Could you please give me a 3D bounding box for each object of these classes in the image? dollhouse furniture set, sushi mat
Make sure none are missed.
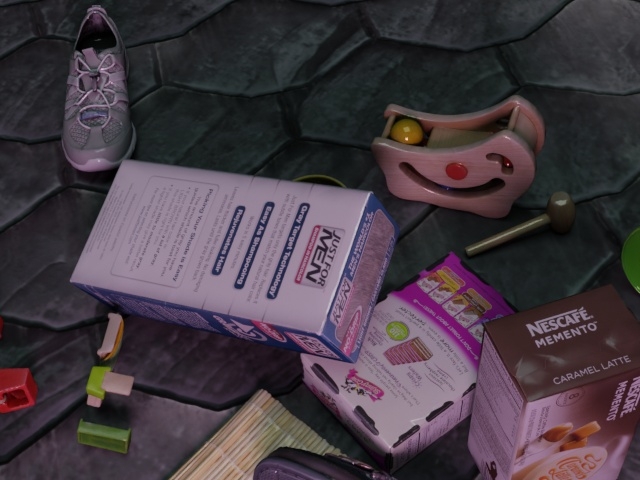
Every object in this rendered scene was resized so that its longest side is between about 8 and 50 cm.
[{"bbox_3d":[-0.232,0.162,1.227,0.059,0.076,0.151,12,53,-4],"label":"dollhouse furniture set"},{"bbox_3d":[-0.119,0.304,1.136,0.151,0.019,0.316,33,60,25],"label":"sushi mat"}]

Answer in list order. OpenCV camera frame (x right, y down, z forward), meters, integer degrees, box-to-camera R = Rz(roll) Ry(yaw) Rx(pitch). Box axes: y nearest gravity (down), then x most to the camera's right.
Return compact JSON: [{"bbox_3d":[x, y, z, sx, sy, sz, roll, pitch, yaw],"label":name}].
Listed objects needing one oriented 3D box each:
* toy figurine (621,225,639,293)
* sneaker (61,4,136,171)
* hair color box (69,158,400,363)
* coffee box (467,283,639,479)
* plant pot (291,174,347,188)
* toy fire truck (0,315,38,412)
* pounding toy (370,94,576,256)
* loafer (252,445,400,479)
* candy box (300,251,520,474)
[{"bbox_3d":[0.477,0.007,1.302,0.173,0.130,0.159,43,52,6],"label":"toy figurine"},{"bbox_3d":[-0.323,-0.214,1.502,0.105,0.115,0.281,-9,51,-5],"label":"sneaker"},{"bbox_3d":[-0.101,0.018,1.232,0.347,0.105,0.173,9,69,30],"label":"hair color box"},{"bbox_3d":[0.239,0.168,1.082,0.141,0.246,0.098,-16,52,-11],"label":"coffee box"},{"bbox_3d":[0.000,0.000,1.315,0.134,0.095,0.134,-11,61,21],"label":"plant pot"},{"bbox_3d":[-0.432,0.139,1.266,0.192,0.047,0.135,-5,52,0],"label":"toy fire truck"},{"bbox_3d":[0.193,-0.085,1.349,0.270,0.154,0.154,13,53,13],"label":"pounding toy"},{"bbox_3d":[0.076,0.293,1.097,0.303,0.109,0.095,27,39,15],"label":"loafer"},{"bbox_3d":[0.116,0.136,1.226,0.233,0.071,0.159,-32,56,-22],"label":"candy box"}]
